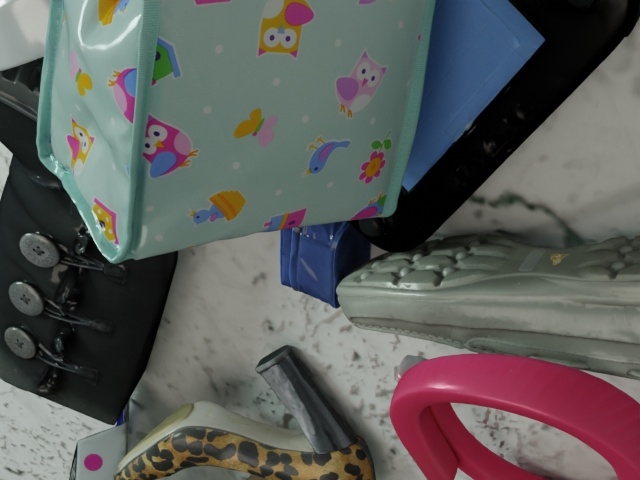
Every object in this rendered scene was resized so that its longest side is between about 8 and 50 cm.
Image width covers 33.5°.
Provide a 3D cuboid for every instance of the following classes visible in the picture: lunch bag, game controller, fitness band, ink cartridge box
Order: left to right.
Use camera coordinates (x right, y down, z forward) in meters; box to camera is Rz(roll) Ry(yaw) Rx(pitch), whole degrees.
[{"bbox_3d":[-0.250,0.351,1.167,0.069,0.371,0.176,8,141,-14],"label":"ink cartridge box"},{"bbox_3d":[-0.047,-0.139,0.660,0.160,0.223,0.262,46,137,41],"label":"lunch bag"},{"bbox_3d":[0.000,0.000,0.900,0.065,0.067,0.098,20,131,23],"label":"lunch bag"},{"bbox_3d":[0.079,-0.123,0.747,0.166,0.067,0.319,42,137,2],"label":"game controller"},{"bbox_3d":[0.168,0.166,0.842,0.209,0.054,0.291,10,152,27],"label":"fitness band"}]

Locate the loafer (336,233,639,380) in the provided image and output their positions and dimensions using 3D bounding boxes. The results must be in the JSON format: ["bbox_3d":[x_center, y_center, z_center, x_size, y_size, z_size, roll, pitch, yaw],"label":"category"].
[{"bbox_3d":[0.157,0.059,0.799,0.319,0.112,0.111,1,114,35],"label":"loafer"}]

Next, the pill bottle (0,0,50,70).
[{"bbox_3d":[-0.245,-0.332,0.706,0.229,0.229,0.407,-6,118,40],"label":"pill bottle"}]

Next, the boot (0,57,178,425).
[{"bbox_3d":[-0.296,-0.044,1.049,0.367,0.146,0.445,37,141,10],"label":"boot"}]

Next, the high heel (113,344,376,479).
[{"bbox_3d":[-0.079,0.244,1.088,0.261,0.093,0.186,-33,95,22],"label":"high heel"}]

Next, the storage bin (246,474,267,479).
[{"bbox_3d":[-0.073,0.406,1.130,0.123,0.262,0.260,21,133,24],"label":"storage bin"}]
